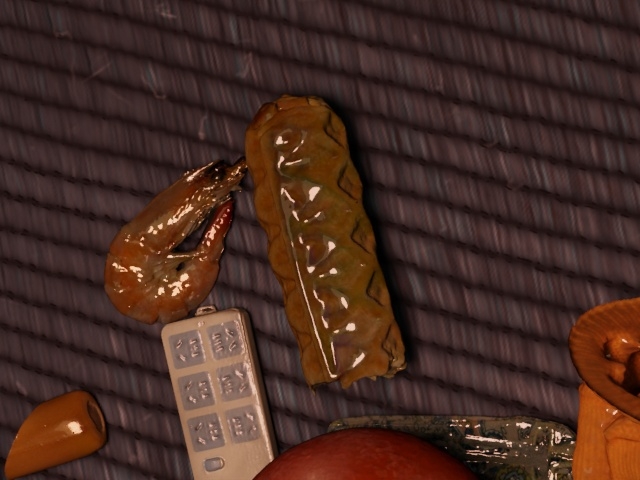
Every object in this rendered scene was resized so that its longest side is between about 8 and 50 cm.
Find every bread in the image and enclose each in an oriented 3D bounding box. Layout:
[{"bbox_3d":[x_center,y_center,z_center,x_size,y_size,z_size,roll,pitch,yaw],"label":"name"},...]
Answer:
[{"bbox_3d":[0.001,0.000,1.579,0.087,0.098,0.269,-13,85,-27],"label":"bread"},{"bbox_3d":[-0.254,0.181,1.669,0.103,0.049,0.062,-19,84,13],"label":"bread"}]

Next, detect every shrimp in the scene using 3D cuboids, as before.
[{"bbox_3d":[-0.124,-0.004,1.641,0.101,0.042,0.190,38,99,-8],"label":"shrimp"}]

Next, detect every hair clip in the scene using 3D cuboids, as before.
[{"bbox_3d":[0.118,0.181,1.569,0.229,0.036,0.066,5,94,11],"label":"hair clip"}]

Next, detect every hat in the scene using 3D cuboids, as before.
[{"bbox_3d":[0.300,0.203,1.478,0.233,0.244,0.233,46,134,40],"label":"hat"}]

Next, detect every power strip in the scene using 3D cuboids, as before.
[{"bbox_3d":[-0.088,0.154,1.629,0.081,0.035,0.192,-13,86,13],"label":"power strip"}]

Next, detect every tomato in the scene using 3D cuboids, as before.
[{"bbox_3d":[0.032,0.295,1.482,0.265,0.265,0.265,0,89,16],"label":"tomato"}]
